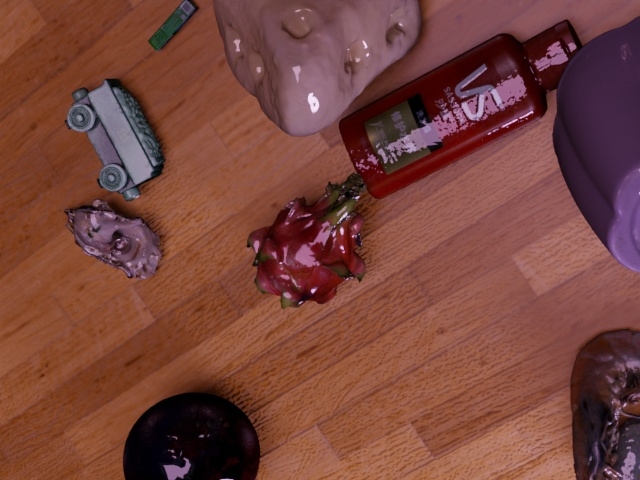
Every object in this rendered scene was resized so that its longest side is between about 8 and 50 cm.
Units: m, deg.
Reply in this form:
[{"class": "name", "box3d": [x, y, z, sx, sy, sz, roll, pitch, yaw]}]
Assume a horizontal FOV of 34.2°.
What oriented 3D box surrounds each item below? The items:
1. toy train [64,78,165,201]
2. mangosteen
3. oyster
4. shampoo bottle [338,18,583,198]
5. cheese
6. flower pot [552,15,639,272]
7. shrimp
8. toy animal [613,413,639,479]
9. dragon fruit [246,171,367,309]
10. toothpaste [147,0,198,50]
[{"class": "toy train", "box3d": [-0.283, -0.142, 1.451, 0.099, 0.070, 0.172, -27, 94, 11]}, {"class": "mangosteen", "box3d": [-0.182, 0.322, 1.480, 0.194, 0.194, 0.230, 22, 143, 12]}, {"class": "oyster", "box3d": [-0.301, -0.014, 1.494, 0.165, 0.053, 0.108, 24, 135, 3]}, {"class": "shampoo bottle", "box3d": [0.176, -0.166, 1.286, 0.314, 0.076, 0.118, -26, 78, 22]}, {"class": "cheese", "box3d": [-0.039, -0.247, 1.251, 0.247, 0.251, 0.174, 14, 144, 26]}, {"class": "flower pot", "box3d": [0.382, -0.080, 1.113, 0.265, 0.243, 0.265, 5, 126, 7]}, {"class": "shrimp", "box3d": [0.375, 0.232, 1.282, 0.143, 0.052, 0.251, 2, 77, 26]}, {"class": "toy animal", "box3d": [0.417, 0.249, 1.320, 0.079, 0.070, 0.253, 25, 100, -10]}, {"class": "dragon fruit", "box3d": [0.000, 0.004, 1.343, 0.236, 0.135, 0.137, -36, 84, 40]}, {"class": "toothpaste", "box3d": [-0.200, -0.293, 1.413, 0.083, 0.017, 0.020, -43, 90, 22]}]
